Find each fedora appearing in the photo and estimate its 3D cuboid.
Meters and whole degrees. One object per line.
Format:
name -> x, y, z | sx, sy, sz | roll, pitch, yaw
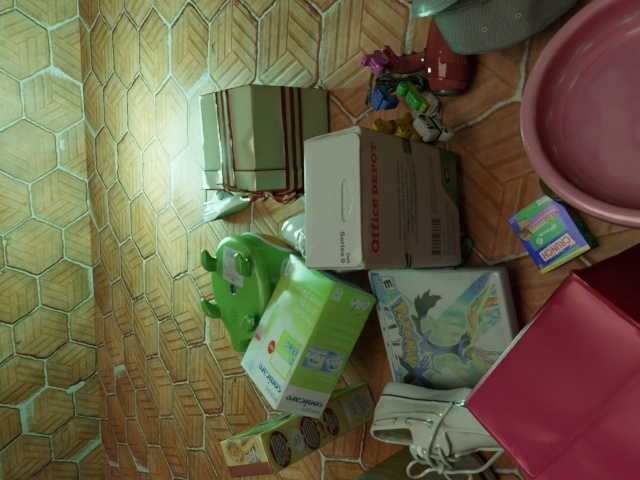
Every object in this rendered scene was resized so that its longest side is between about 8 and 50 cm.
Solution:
fedora -> 0.278, -0.366, 0.763 | 0.276, 0.243, 0.124 | -21, 116, 22

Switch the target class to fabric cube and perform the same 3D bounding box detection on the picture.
fabric cube -> 0.401, 0.191, 0.673 | 0.259, 0.254, 0.258 | 47, 130, 32

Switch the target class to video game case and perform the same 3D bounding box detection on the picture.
video game case -> 0.242, 0.209, 0.989 | 0.300, 0.036, 0.328 | -4, 102, 49

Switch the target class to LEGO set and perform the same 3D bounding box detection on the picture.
LEGO set -> 0.127, -0.237, 0.927 | 0.227, 0.093, 0.087 | 60, 150, 23

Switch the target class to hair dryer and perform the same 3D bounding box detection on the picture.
hair dryer -> 0.179, -0.329, 0.950 | 0.223, 0.080, 0.293 | 54, 132, 27

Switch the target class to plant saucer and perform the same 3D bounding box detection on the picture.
plant saucer -> 0.425, -0.168, 0.634 | 0.332, 0.084, 0.331 | -10, 72, 33

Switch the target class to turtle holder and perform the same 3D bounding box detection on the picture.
turtle holder -> -0.143, 0.136, 1.298 | 0.243, 0.228, 0.320 | -26, 79, 47

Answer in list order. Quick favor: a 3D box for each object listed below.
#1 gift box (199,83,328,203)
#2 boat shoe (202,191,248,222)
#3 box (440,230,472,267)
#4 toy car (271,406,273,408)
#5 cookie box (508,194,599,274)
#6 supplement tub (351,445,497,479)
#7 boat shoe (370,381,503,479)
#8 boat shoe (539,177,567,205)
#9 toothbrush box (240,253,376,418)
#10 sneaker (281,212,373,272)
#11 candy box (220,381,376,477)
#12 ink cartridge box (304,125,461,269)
gift box -> -0.150, -0.215, 1.207 | 0.255, 0.277, 0.258 | 9, 106, 53
boat shoe -> -0.293, -0.111, 1.528 | 0.228, 0.079, 0.081 | -16, 90, 52
box -> 0.206, -0.001, 1.016 | 0.179, 0.043, 0.105 | 39, 125, 35
toy car -> -0.114, 0.393, 1.448 | 0.239, 0.053, 0.224 | 33, 121, 40
cookie box -> 0.370, -0.014, 0.827 | 0.092, 0.040, 0.107 | -43, 66, 43
supplement tub -> 0.158, 0.531, 0.957 | 0.241, 0.331, 0.240 | 13, 107, 47
boat shoe -> 0.205, 0.343, 0.892 | 0.136, 0.156, 0.367 | 42, 153, -21
boat shoe -> 0.423, -0.120, 0.724 | 0.224, 0.073, 0.080 | -32, 58, 27
toothbrush box -> -0.033, 0.200, 1.118 | 0.206, 0.122, 0.283 | 30, 97, 58
sneaker -> 0.000, 0.000, 1.183 | 0.297, 0.129, 0.110 | 17, 112, 47
candy box -> -0.042, 0.426, 1.175 | 0.183, 0.317, 0.087 | -33, 73, 46
ink cartridge box -> 0.111, -0.058, 0.868 | 0.122, 0.289, 0.211 | -4, 86, 43
